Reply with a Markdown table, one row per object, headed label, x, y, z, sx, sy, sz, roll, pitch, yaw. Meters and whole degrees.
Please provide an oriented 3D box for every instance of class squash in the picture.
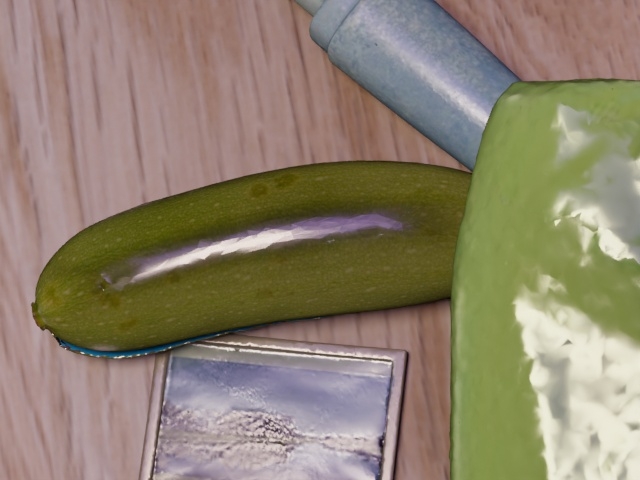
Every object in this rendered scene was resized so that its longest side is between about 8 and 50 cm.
| label | x | y | z | sx | sy | sz | roll | pitch | yaw |
| --- | --- | --- | --- | --- | --- | --- | --- | --- | --- |
| squash | 0.000 | 0.000 | 1.102 | 0.341 | 0.094 | 0.094 | -9 | 75 | 2 |

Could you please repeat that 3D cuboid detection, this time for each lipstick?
| label | x | y | z | sx | sy | sz | roll | pitch | yaw |
| --- | --- | --- | --- | --- | --- | --- | --- | --- | --- |
| lipstick | 0.015 | -0.144 | 1.151 | 0.274 | 0.061 | 0.068 | 42 | 84 | 14 |

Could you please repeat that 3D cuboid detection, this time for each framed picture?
| label | x | y | z | sx | sy | sz | roll | pitch | yaw |
| --- | --- | --- | --- | --- | --- | --- | --- | --- | --- |
| framed picture | -0.028 | 0.110 | 1.116 | 0.149 | 0.011 | 0.109 | 5 | 76 | 7 |

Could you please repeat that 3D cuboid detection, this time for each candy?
| label | x | y | z | sx | sy | sz | roll | pitch | yaw |
| --- | --- | --- | --- | --- | --- | --- | --- | --- | --- |
| candy | 0.143 | 0.084 | 1.019 | 0.142 | 0.132 | 0.343 | 2 | 86 | 29 |
